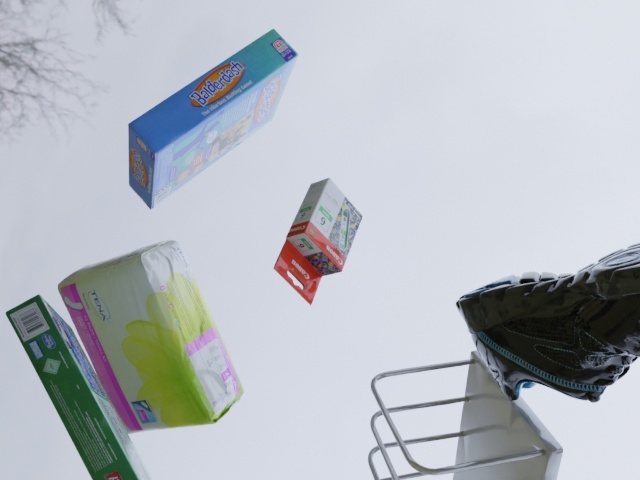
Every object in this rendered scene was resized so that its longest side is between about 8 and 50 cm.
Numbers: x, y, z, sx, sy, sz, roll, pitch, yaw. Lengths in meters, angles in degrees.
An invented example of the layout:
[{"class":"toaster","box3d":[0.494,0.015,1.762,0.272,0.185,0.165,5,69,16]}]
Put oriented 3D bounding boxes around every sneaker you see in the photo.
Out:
[{"class":"sneaker","box3d":[0.296,0.085,0.679,0.341,0.125,0.139,-23,-94,57]}]

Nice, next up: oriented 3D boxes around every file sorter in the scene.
[{"class":"file sorter","box3d":[0.161,0.319,0.858,0.193,0.173,0.277,-119,-154,-60]}]

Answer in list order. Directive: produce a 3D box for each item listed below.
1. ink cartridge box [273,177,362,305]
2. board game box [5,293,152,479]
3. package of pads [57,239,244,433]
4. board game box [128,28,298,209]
[{"class":"ink cartridge box","box3d":[0.000,0.000,0.663,0.029,0.063,0.115,-15,-141,39]},{"class":"board game box","box3d":[-0.278,0.235,0.836,0.317,0.046,0.213,58,-19,10]},{"class":"package of pads","box3d":[-0.273,0.161,1.080,0.229,0.101,0.296,-16,-79,33]},{"class":"board game box","box3d":[-0.131,-0.140,0.790,0.210,0.047,0.160,-41,176,-25]}]
